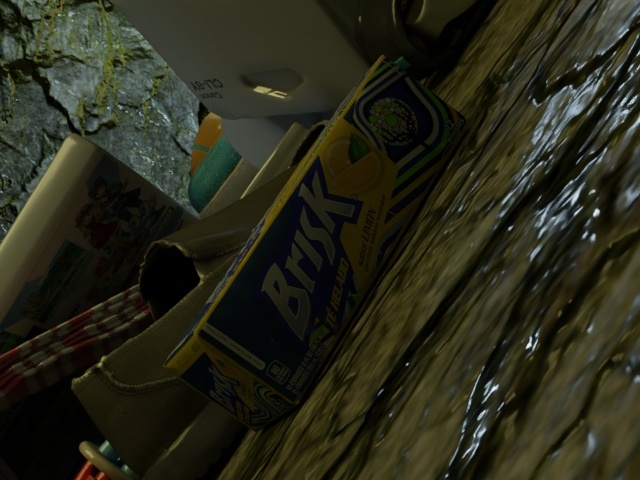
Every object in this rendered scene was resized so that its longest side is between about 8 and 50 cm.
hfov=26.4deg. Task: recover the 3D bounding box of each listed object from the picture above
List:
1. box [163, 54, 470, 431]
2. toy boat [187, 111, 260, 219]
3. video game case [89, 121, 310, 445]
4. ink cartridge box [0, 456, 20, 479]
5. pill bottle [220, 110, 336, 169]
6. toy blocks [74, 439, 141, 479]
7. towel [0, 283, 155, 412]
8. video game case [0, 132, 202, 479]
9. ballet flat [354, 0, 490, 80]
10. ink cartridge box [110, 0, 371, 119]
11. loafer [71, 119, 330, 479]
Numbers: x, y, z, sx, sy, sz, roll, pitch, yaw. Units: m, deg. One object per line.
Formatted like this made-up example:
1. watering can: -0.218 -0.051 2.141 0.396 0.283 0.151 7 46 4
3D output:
1. box: 0.000 0.000 0.614 0.169 0.054 0.059 -58 6 -28
2. toy boat: -0.136 -0.059 1.622 0.318 0.148 0.267 -55 6 -15
3. video game case: -0.098 0.048 1.147 0.285 0.025 0.204 -55 -3 -16
4. ink cartridge box: -0.332 0.256 0.880 0.211 0.121 0.289 -53 -23 15
5. pill bottle: -0.003 -0.168 1.327 0.208 0.119 0.119 -57 6 -24
6. toy blocks: -0.135 0.159 0.780 0.148 0.054 0.123 -54 5 -6
7. towel: -0.179 0.084 0.937 0.197 0.029 0.144 -28 -6 -13
8. video game case: -0.215 0.100 1.124 0.329 0.036 0.300 -59 -22 -4
9. ballet flat: 0.117 -0.224 0.869 0.280 0.095 0.096 -64 15 5
10. ink cartridge box: 0.035 -0.303 1.168 0.279 0.160 0.385 1 52 54
11. loafer: -0.043 0.014 0.711 0.094 0.087 0.251 -48 9 50
